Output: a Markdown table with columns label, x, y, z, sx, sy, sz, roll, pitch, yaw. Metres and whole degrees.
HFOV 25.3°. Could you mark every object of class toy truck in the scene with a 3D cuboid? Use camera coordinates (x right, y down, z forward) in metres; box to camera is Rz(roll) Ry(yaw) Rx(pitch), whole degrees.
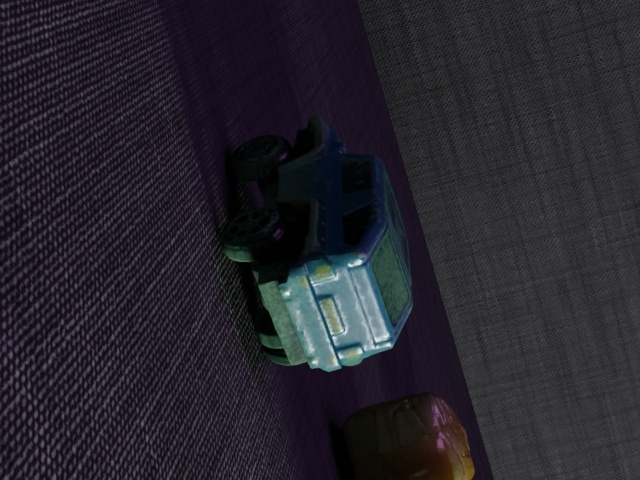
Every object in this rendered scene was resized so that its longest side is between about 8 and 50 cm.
| label | x | y | z | sx | sy | sz | roll | pitch | yaw |
| --- | --- | --- | --- | --- | --- | --- | --- | --- | --- |
| toy truck | 0.000 | 0.000 | 1.389 | 0.279 | 0.156 | 0.155 | -88 | 161 | -58 |

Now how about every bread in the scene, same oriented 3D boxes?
| label | x | y | z | sx | sy | sz | roll | pitch | yaw |
| --- | --- | --- | --- | --- | --- | --- | --- | --- | --- |
| bread | 0.107 | 0.257 | 1.676 | 0.236 | 0.140 | 0.106 | 53 | 20 | -67 |
